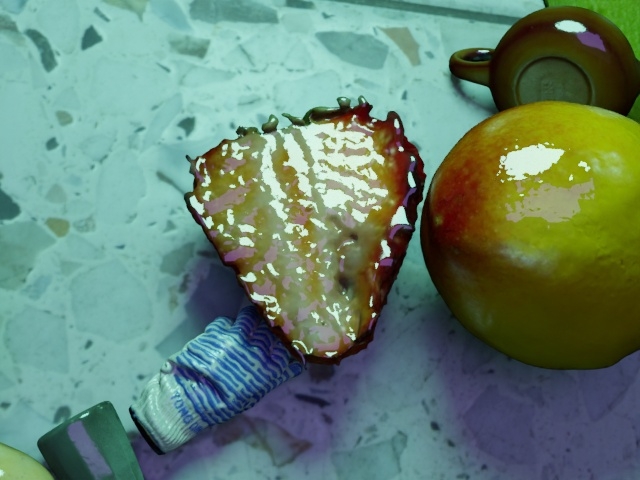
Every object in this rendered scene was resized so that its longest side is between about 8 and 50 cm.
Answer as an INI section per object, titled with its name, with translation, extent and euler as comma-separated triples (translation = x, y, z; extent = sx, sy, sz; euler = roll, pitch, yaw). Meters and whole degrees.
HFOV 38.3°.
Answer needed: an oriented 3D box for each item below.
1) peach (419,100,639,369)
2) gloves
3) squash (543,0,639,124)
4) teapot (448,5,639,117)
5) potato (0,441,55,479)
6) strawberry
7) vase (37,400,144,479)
[peach]
translation = 0.246, -0.019, 0.984
extent = 0.308, 0.289, 0.289
euler = 36, 70, -24
[gloves]
translation = -0.102, 0.144, 1.007
extent = 0.229, 0.097, 0.119
euler = -42, 116, -24
[squash]
translation = 0.431, -0.298, 1.227
extent = 0.233, 0.210, 0.309
euler = -14, 104, -14
[teapot]
translation = 0.284, -0.210, 1.142
extent = 0.252, 0.178, 0.135
euler = 13, 34, 25
[potato]
translation = -0.346, 0.257, 0.922
extent = 0.178, 0.109, 0.118
euler = 23, 51, -6
[strawberry]
translation = 0.011, -0.014, 1.032
extent = 0.253, 0.150, 0.280
euler = -32, 74, -9
[vase]
translation = -0.205, 0.278, 0.954
extent = 0.086, 0.086, 0.214
euler = -29, 84, -15
